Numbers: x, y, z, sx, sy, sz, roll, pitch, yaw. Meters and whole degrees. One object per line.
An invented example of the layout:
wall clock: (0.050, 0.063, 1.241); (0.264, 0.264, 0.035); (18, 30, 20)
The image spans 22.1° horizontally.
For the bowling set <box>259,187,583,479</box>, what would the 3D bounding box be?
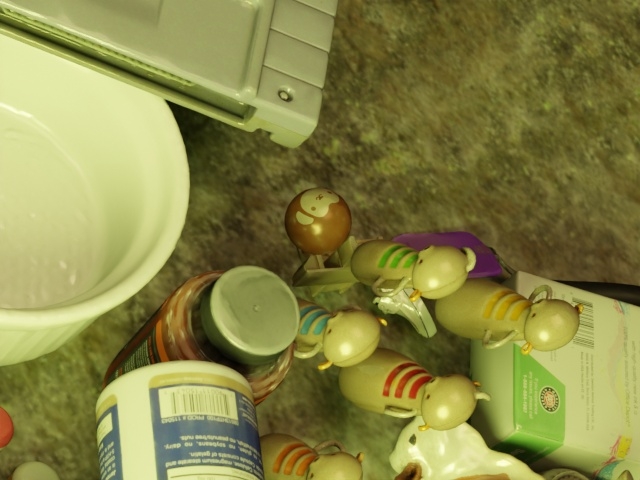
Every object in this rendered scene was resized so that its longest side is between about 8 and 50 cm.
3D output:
bowling set: (0.041, 0.062, 1.275); (0.287, 0.154, 0.200); (-40, 114, -22)

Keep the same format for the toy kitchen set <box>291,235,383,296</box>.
toy kitchen set: (0.000, 0.000, 1.398); (0.068, 0.083, 0.075); (-5, 67, -31)

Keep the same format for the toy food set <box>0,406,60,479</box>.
toy food set: (-0.273, 0.156, 1.125); (0.232, 0.104, 0.111); (-2, 56, -43)

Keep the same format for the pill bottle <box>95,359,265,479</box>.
pill bottle: (-0.090, 0.185, 1.097); (0.112, 0.112, 0.187); (8, 54, -25)

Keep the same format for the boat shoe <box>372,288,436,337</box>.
boat shoe: (0.062, 0.049, 1.441); (0.035, 0.035, 0.100); (-35, 88, -10)

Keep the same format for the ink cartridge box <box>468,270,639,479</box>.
ink cartridge box: (0.243, 0.135, 1.453); (0.212, 0.093, 0.154); (15, 59, -19)

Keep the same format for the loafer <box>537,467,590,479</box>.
loafer: (0.287, 0.318, 1.365); (0.112, 0.111, 0.319); (-36, 85, -37)

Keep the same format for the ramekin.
ramekin: (-0.252, -0.039, 1.250); (0.277, 0.135, 0.277); (13, 59, -23)

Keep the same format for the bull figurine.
bull figurine: (0.155, 0.266, 1.300); (0.101, 0.188, 0.310); (26, 55, -59)

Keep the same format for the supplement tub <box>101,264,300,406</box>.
supplement tub: (-0.087, 0.090, 1.231); (0.106, 0.198, 0.106); (12, 60, -22)

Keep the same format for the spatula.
spatula: (0.198, 0.033, 1.516); (0.296, 0.030, 0.084); (13, 24, -28)

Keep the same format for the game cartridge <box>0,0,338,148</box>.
game cartridge: (-0.150, -0.235, 1.291); (0.355, 0.068, 0.230); (20, 61, -18)
